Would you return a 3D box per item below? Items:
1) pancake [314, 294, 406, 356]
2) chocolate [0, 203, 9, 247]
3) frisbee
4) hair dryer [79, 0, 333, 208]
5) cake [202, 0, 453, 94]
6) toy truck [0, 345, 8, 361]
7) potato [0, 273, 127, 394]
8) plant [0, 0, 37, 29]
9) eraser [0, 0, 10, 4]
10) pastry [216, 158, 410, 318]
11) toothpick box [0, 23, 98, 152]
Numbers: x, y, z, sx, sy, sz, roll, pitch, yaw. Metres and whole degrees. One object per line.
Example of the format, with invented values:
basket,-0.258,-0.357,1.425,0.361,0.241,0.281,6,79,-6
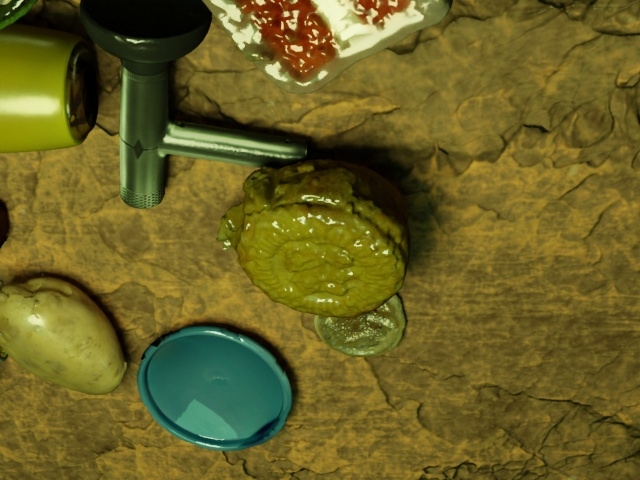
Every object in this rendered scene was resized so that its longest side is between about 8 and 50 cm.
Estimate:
pancake,0.057,0.116,1.633,0.139,0.022,0.139,5,124,7
chocolate,-0.496,-0.021,1.591,0.125,0.149,0.080,-12,129,-28
frisbee,-0.159,0.220,1.730,0.242,0.045,0.242,6,124,8
hair dryer,-0.138,-0.188,1.452,0.284,0.156,0.320,-9,136,-7
cake,-0.018,-0.348,1.223,0.237,0.230,0.309,-30,112,24
toy truck,-0.555,0.142,1.712,0.098,0.114,0.227,-6,122,15
potato,-0.381,0.137,1.679,0.234,0.128,0.161,30,139,-15
plant,-0.519,-0.292,1.298,0.333,0.180,0.251,36,103,23
eraser,-0.336,-0.354,1.204,0.144,0.343,0.078,37,124,-12
pastry,0.000,0.000,1.472,0.235,0.132,0.240,19,135,-17
toothpick box,-0.419,-0.193,1.433,0.271,0.175,0.175,3,124,5
